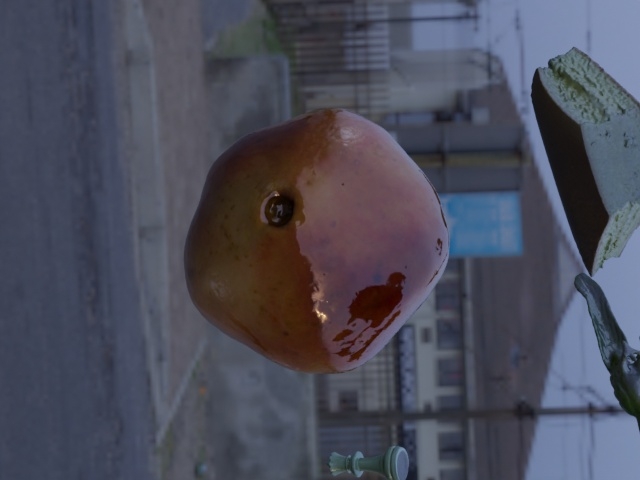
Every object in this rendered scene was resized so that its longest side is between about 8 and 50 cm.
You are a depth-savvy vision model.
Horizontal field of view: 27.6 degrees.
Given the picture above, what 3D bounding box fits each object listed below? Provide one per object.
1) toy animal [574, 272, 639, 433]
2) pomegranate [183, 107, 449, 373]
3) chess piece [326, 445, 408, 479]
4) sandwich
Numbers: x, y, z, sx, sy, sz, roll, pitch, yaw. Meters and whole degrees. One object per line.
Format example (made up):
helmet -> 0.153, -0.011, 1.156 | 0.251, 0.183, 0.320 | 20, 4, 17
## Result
toy animal -> 0.295, 0.104, 1.273 | 0.075, 0.041, 0.216 | 95, -17, -56
pomegranate -> -0.001, 0.000, 1.020 | 0.209, 0.209, 0.209 | -2, 90, -90
chess piece -> 0.049, 0.251, 1.465 | 0.042, 0.093, 0.042 | -3, 90, -65
sandwich -> 0.316, -0.089, 1.477 | 0.096, 0.094, 0.258 | 0, -68, 61
